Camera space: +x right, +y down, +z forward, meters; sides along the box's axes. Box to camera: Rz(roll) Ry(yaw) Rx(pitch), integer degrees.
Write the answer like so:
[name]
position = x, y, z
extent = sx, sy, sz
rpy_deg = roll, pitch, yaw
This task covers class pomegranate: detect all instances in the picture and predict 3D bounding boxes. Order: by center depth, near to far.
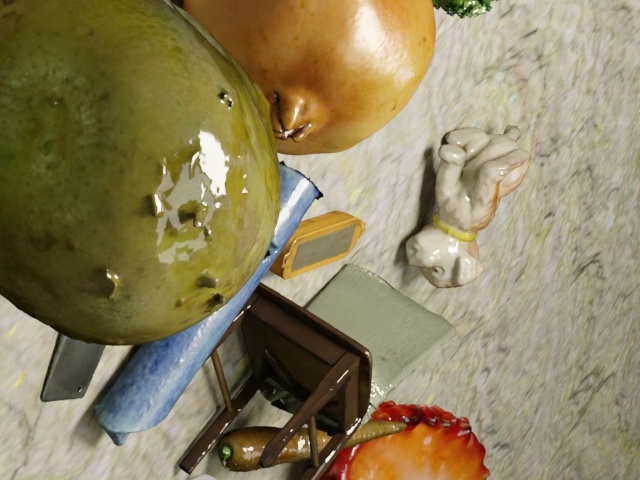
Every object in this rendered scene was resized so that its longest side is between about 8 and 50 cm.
[pomegranate]
position = -0.007, -0.169, 1.358
extent = 0.209, 0.209, 0.209
rpy_deg = -44, 149, -35

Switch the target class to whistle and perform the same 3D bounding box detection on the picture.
[whistle]
position = -0.105, 0.061, 1.560
extent = 0.304, 0.062, 0.062
rpy_deg = -55, 154, -16

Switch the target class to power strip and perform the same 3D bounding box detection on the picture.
[power strip]
position = 0.000, 0.000, 1.742
extent = 0.178, 0.028, 0.049
rpy_deg = -19, 130, -56

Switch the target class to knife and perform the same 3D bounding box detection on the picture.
[knife]
position = -0.180, 0.032, 1.440
extent = 0.072, 0.019, 0.245
rpy_deg = 3, 114, -62

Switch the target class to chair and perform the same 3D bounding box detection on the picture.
[chair]
position = -0.003, 0.118, 1.704
extent = 0.319, 0.160, 0.186
rpy_deg = -47, 153, -26

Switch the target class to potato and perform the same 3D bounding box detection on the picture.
[potato]
position = -0.148, -0.063, 1.160
extent = 0.219, 0.270, 0.359
rpy_deg = -42, -179, 7

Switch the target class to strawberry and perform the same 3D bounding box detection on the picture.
[strawberry]
position = 0.068, 0.298, 2.050
extent = 0.265, 0.149, 0.336
rpy_deg = -50, 142, -15

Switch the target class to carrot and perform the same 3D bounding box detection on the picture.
[carrot]
position = -0.006, 0.219, 1.834
extent = 0.254, 0.049, 0.049
rpy_deg = -3, 120, -35

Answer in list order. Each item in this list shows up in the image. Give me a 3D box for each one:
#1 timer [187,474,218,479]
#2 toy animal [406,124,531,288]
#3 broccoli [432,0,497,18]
[timer]
position = -0.118, 0.378, 1.688
extent = 0.192, 0.195, 0.194
rpy_deg = -14, 127, -59
[toy animal]
position = 0.182, -0.038, 1.979
extent = 0.184, 0.104, 0.185
rpy_deg = -33, 138, -59
[broccoli]
position = 0.110, -0.311, 1.525
extent = 0.220, 0.194, 0.194
rpy_deg = -49, 164, 30
